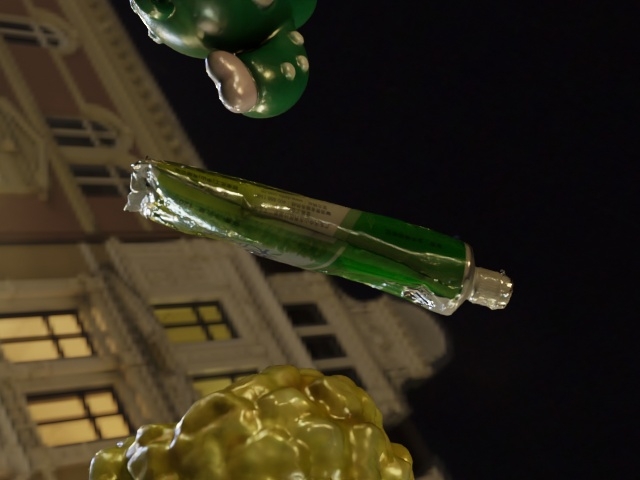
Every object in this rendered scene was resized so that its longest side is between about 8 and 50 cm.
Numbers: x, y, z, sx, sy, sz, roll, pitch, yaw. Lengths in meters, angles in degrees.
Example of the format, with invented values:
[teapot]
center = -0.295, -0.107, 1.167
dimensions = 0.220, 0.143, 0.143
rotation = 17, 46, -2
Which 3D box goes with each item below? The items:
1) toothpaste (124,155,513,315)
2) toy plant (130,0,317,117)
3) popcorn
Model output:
[toothpaste]
center = 0.000, 0.000, 0.823
dimensions = 0.078, 0.248, 0.047
rotation = 122, -17, -65
[toy plant]
center = -0.091, -0.219, 1.136
dimensions = 0.112, 0.243, 0.232
rotation = -35, -70, 30
[popcorn]
center = -0.038, 0.168, 0.798
dimensions = 0.189, 0.218, 0.169
rotation = -11, -141, 13
